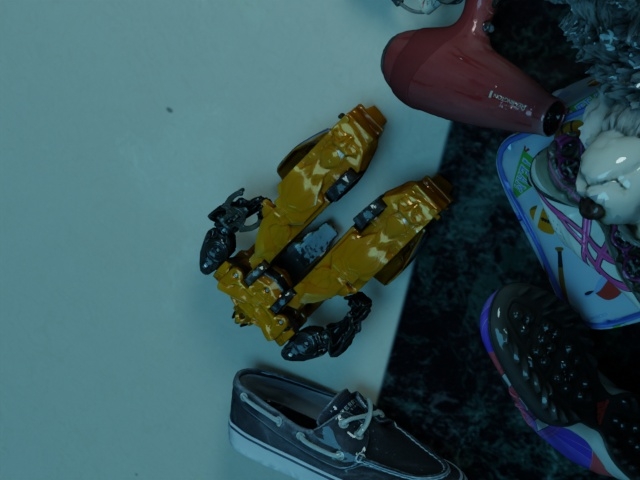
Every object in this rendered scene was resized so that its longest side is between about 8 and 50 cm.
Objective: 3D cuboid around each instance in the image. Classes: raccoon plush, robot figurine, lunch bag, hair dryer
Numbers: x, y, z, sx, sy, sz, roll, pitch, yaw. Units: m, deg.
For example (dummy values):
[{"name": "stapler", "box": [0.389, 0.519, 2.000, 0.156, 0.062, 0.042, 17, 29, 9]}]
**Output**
[{"name": "raccoon plush", "box": [0.363, -0.169, 1.158, 0.446, 0.216, 0.299, -30, 112, -1]}, {"name": "robot figurine", "box": [0.000, 0.000, 1.640, 0.211, 0.085, 0.291, 47, 125, 3]}, {"name": "lunch bag", "box": [0.326, -0.048, 1.424, 0.303, 0.115, 0.243, -21, 104, 34]}, {"name": "hair dryer", "box": [0.138, -0.215, 1.413, 0.223, 0.080, 0.293, -37, 68, 37]}]

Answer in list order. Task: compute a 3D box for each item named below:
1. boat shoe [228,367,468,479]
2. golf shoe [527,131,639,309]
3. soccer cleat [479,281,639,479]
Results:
[{"name": "boat shoe", "box": [0.028, 0.218, 1.718, 0.301, 0.108, 0.102, 19, 121, 29]}, {"name": "golf shoe", "box": [0.255, -0.008, 1.368, 0.186, 0.067, 0.086, 57, 155, 8]}, {"name": "soccer cleat", "box": [0.225, 0.144, 1.498, 0.116, 0.108, 0.318, 4, 152, 43]}]
